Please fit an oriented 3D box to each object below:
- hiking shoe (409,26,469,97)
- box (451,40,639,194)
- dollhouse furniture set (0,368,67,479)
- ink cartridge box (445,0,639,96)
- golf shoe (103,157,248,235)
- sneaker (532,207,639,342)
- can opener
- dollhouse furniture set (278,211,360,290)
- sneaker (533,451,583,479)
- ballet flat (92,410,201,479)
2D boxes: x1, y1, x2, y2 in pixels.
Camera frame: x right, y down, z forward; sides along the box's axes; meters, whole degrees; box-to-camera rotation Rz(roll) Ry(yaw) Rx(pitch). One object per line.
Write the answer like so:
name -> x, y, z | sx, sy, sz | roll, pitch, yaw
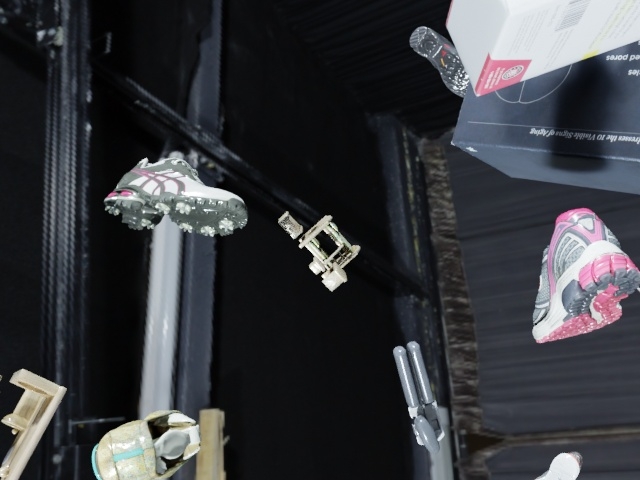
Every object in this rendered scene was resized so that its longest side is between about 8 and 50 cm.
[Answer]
hiking shoe -> 0.327, -0.446, 1.631 | 0.227, 0.086, 0.114 | 48, -148, 2
box -> 0.603, -0.368, 1.405 | 0.297, 0.480, 0.471 | 19, -91, -44
dollhouse furniture set -> -0.428, 0.213, 0.806 | 0.151, 0.144, 0.123 | 33, -122, -22
ink cartridge box -> 0.426, -0.417, 1.065 | 0.279, 0.385, 0.160 | 77, 174, -76
golf shoe -> -0.225, -0.080, 1.048 | 0.105, 0.273, 0.120 | 53, -129, -51
sneaker -> 0.364, 0.061, 0.934 | 0.299, 0.121, 0.112 | 80, 174, -62
can opener -> 0.259, 0.403, 1.674 | 0.095, 0.076, 0.283 | -137, 30, -77
dollhouse furniture set -> 0.000, 0.000, 1.523 | 0.182, 0.101, 0.161 | 46, -171, -13
sneaker -> 0.440, 0.453, 1.230 | 0.065, 0.158, 0.061 | -5, -134, -46
ballet flat -> -0.273, 0.357, 1.158 | 0.348, 0.123, 0.123 | 51, -149, -78
